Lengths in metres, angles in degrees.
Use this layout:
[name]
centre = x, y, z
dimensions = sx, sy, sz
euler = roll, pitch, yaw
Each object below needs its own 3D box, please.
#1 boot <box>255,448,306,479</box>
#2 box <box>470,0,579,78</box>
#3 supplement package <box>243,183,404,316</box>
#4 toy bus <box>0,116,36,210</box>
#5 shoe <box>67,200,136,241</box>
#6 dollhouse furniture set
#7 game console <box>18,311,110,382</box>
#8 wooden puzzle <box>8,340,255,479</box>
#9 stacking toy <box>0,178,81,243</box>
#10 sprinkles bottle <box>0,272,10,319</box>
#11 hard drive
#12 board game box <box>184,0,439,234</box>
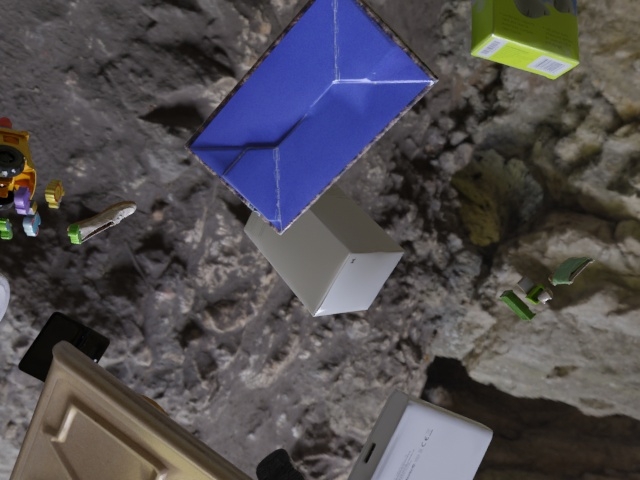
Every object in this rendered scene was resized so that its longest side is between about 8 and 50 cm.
[boot]
centre = -0.022, 0.388, 0.804
dimensions = 0.077, 0.137, 0.198
euler = -33, -170, 0
[box]
centre = 0.207, -0.263, 0.593
dimensions = 0.042, 0.109, 0.178
euler = 150, -54, -66
[supplement package]
centre = 0.000, 0.000, 1.268
dimensions = 0.177, 0.293, 0.175
euler = 0, 128, -46
[toy bus]
centre = -0.757, -0.194, 1.286
dimensions = 0.220, 0.211, 0.149
euler = 4, 144, -34
[shoe]
centre = -0.677, -0.058, 1.824
dimensions = 0.219, 0.058, 0.076
euler = -27, 168, -17
[dollhouse furniture set]
centre = 0.381, 0.064, 0.988
dimensions = 0.152, 0.058, 0.076
euler = -43, 176, -5
[game console]
centre = -0.481, 0.215, 1.099
dimensions = 0.122, 0.071, 0.107
euler = -62, 151, -19
[wooden puzzle]
centre = -0.160, 0.294, 0.573
dimensions = 0.348, 0.322, 0.080
euler = -62, 169, 27
[stacking toy]
centre = -0.598, -0.054, 1.188
dimensions = 0.221, 0.167, 0.052
euler = 104, -9, -56
[sprinkles bottle]
centre = -0.741, 0.069, 1.017
dimensions = 0.121, 0.355, 0.121
euler = 15, 90, -86
[hard drive]
centre = 0.193, 0.430, 1.104
dimensions = 0.353, 0.047, 0.233
euler = 32, 83, -43
[board game box]
centre = 0.000, -0.176, 0.706
dimensions = 0.232, 0.141, 0.291
euler = -43, -169, 19
